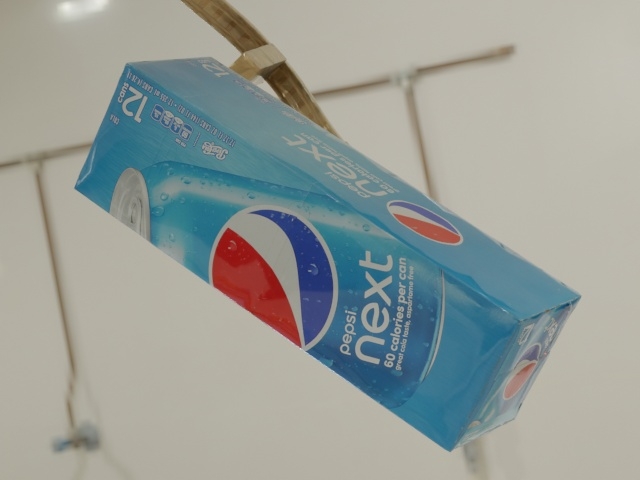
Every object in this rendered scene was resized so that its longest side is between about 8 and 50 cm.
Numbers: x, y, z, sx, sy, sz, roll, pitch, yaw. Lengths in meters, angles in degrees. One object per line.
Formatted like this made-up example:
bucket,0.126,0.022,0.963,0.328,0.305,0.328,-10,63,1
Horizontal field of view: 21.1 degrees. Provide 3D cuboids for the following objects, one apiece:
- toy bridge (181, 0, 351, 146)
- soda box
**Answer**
toy bridge,-0.041,-0.109,1.082,0.026,0.188,0.063,-43,-2,19
soda box,0.000,0.000,0.738,0.210,0.067,0.071,33,21,21
